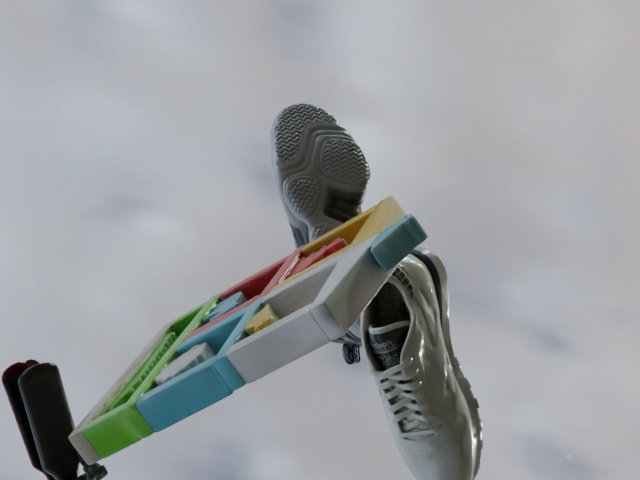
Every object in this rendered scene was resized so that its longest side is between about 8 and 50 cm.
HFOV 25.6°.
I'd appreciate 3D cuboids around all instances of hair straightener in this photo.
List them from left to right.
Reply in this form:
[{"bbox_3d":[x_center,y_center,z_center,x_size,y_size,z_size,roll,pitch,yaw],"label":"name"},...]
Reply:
[{"bbox_3d":[-0.223,0.218,1.246,0.047,0.089,0.231,-15,-85,-33],"label":"hair straightener"}]

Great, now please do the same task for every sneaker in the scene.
[{"bbox_3d":[0.000,0.000,1.467,0.101,0.153,0.269,-14,-109,-24],"label":"sneaker"},{"bbox_3d":[0.080,0.124,1.266,0.095,0.090,0.235,-22,-83,-65],"label":"sneaker"}]

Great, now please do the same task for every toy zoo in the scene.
[{"bbox_3d":[-0.040,0.057,1.062,0.030,0.293,0.192,55,-153,-11],"label":"toy zoo"}]
